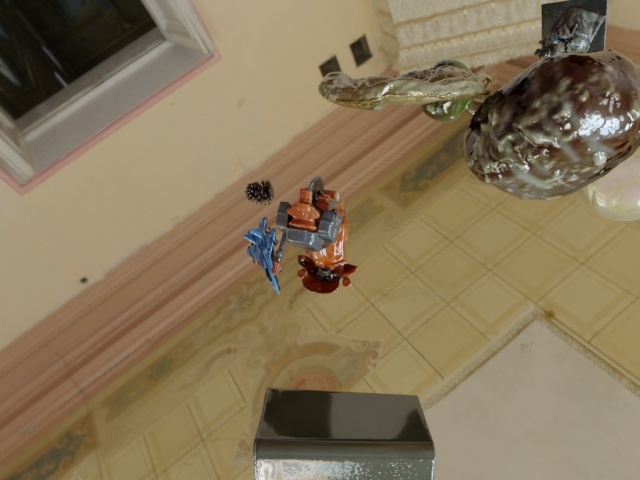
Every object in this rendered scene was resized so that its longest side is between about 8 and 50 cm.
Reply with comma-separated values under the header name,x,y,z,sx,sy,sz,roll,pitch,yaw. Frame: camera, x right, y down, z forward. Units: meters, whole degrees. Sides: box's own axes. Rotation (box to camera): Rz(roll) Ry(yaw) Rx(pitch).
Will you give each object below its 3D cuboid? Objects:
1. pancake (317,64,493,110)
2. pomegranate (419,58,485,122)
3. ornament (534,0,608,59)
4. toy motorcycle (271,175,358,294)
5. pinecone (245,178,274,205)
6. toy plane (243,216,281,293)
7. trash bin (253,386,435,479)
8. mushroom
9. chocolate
name,x,y,z,sx,sy,sz,roll,pitch,yaw
pancake,0.176,-0.325,1.073,0.386,0.082,0.387,-3,-163,1
pomegranate,0.349,-0.366,1.281,0.191,0.152,0.131,26,-146,5
ornament,0.596,-0.481,1.233,0.153,0.167,0.196,9,-143,37
toy motorcycle,0.000,0.000,1.097,0.147,0.325,0.222,9,-100,18
pinecone,-0.171,-0.134,1.426,0.083,0.077,0.077,-7,-136,-9
toy plane,-0.171,0.055,1.645,0.169,0.078,0.247,-36,-104,40
trash bin,0.032,0.303,0.737,0.240,0.122,0.164,0,-166,-1
mushroom,0.810,-0.172,1.325,0.246,0.202,0.246,1,-88,34
chocolate,0.419,-0.214,0.955,0.340,0.210,0.225,-38,-125,51
